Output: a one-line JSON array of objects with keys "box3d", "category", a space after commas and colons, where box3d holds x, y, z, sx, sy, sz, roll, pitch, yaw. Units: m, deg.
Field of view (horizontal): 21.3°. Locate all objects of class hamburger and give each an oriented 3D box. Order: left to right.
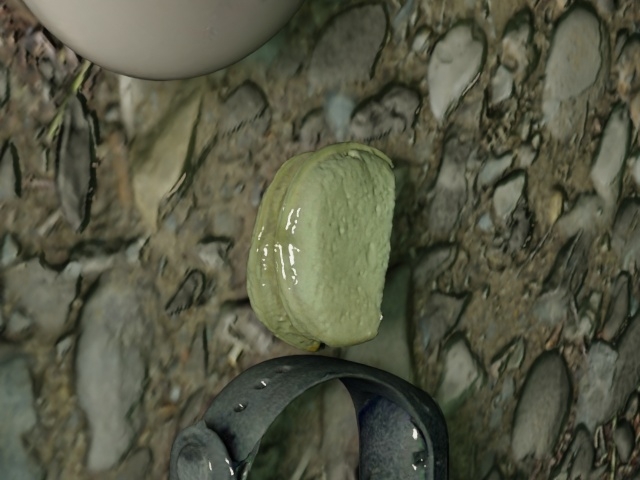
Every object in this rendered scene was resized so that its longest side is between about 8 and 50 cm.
[{"box3d": [-0.003, -0.001, 0.946, 0.084, 0.054, 0.121, 20, 82, -45], "category": "hamburger"}]

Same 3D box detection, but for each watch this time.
[{"box3d": [-0.004, 0.169, 0.978, 0.193, 0.068, 0.206, -5, 100, -45], "category": "watch"}]

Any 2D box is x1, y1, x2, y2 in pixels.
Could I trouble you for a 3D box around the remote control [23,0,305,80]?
[{"box3d": [-0.069, -0.236, 0.765, 0.221, 0.103, 0.332, -24, 116, -46], "category": "remote control"}]
